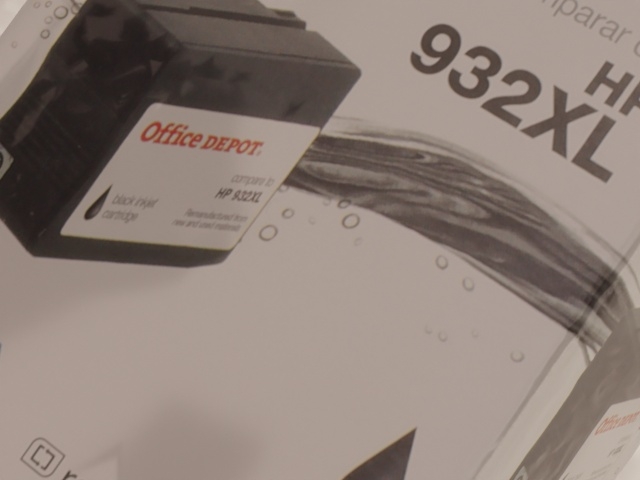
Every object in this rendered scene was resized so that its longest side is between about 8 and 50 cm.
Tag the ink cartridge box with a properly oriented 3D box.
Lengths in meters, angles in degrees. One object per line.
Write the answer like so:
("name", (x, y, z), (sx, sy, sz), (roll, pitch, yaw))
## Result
("ink cartridge box", (0.000, 0.000, 0.559), (0.223, 0.129, 0.307), (34, 85, 27))
